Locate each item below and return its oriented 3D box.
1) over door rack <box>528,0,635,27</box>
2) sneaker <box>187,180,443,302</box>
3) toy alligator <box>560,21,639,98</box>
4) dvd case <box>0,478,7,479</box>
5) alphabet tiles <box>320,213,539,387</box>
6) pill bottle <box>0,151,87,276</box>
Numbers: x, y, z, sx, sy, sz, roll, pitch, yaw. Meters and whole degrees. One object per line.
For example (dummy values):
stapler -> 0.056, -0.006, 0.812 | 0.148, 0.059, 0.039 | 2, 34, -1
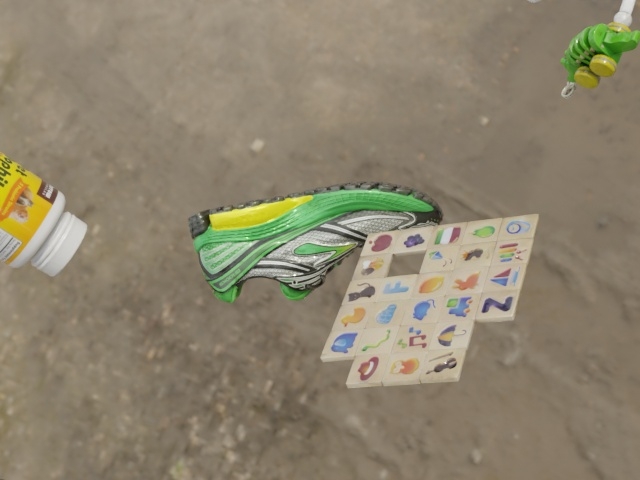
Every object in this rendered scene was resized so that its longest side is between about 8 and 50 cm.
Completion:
over door rack -> 0.358, -0.295, 1.528 | 0.324, 0.239, 0.108 | -34, -40, -73
sneaker -> 0.000, 0.000, 1.828 | 0.134, 0.344, 0.146 | -55, -46, -85
toy alligator -> 0.295, -0.204, 1.493 | 0.056, 0.051, 0.190 | -63, 7, -17
dvd case -> -0.380, 0.435, 1.822 | 0.180, 0.253, 0.022 | 3, 31, 37
alphabet tiles -> 0.110, 0.060, 1.361 | 0.198, 0.009, 0.237 | -7, 38, 26
pill bottle -> -0.411, -0.044, 1.710 | 0.117, 0.215, 0.117 | -47, 20, 23
